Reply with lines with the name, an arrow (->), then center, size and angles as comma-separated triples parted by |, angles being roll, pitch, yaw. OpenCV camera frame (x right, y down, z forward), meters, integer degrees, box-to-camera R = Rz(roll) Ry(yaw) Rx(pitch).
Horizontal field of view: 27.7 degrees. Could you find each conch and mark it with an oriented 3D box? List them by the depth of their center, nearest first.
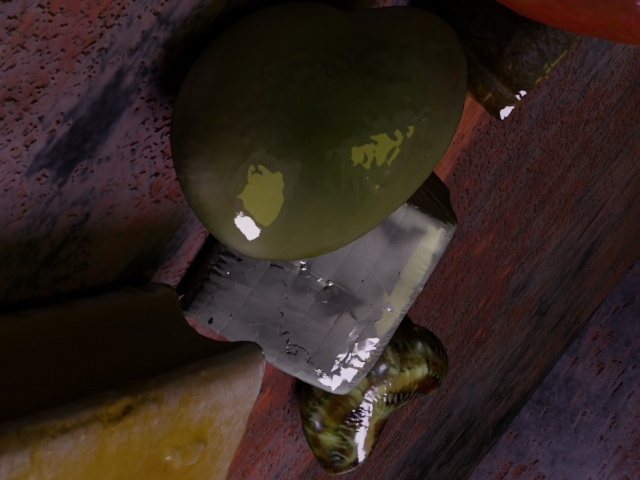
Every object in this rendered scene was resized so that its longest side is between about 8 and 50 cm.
conch -> 0.053, 0.157, 1.477 | 0.187, 0.124, 0.181 | -40, -179, 41

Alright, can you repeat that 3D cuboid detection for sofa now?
sofa -> 0.000, 0.000, 1.174 | 0.210, 0.176, 0.225 | -59, -174, 16

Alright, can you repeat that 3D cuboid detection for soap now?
soap -> -0.215, 0.195, 0.931 | 0.335, 0.156, 0.293 | -11, 126, -62

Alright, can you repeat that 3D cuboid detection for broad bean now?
broad bean -> -0.006, -0.083, 0.957 | 0.263, 0.121, 0.189 | -23, 112, -36

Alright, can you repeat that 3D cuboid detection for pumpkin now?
pumpkin -> 0.168, -0.202, 1.157 | 0.131, 0.126, 0.248 | -53, 176, 17

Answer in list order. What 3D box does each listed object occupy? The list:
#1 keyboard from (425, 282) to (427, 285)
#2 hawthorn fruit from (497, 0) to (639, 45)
keyboard -> 0.110, 0.013, 1.504 | 0.061, 0.013, 0.204 | -41, 157, -25
hawthorn fruit -> 0.209, -0.276, 0.920 | 0.295, 0.295, 0.311 | -45, 177, -18
